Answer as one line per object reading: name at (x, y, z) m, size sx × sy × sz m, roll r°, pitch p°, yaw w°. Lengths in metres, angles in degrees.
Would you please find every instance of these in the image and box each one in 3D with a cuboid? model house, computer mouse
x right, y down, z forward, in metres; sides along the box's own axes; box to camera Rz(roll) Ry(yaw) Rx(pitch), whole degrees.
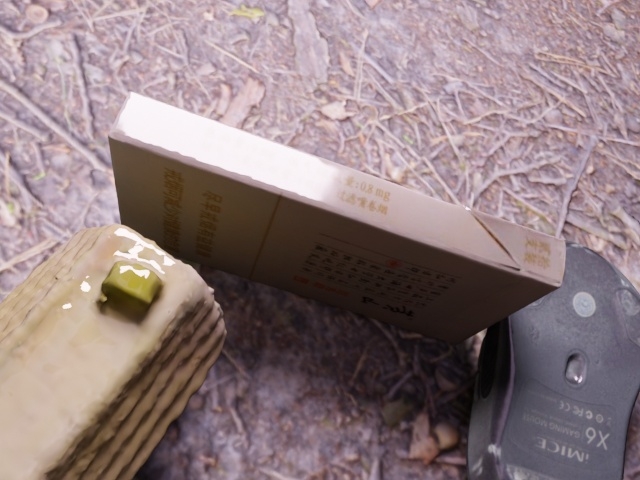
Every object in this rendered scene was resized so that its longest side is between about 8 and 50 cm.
model house at (-0.189, 0.098, 0.475) m, size 0.174 × 0.234 × 0.193 m, roll 36°, pitch 61°, yaw 2°
computer mouse at (0.214, 0.177, 0.630) m, size 0.167 × 0.090 × 0.379 m, roll 22°, pitch 69°, yaw -4°

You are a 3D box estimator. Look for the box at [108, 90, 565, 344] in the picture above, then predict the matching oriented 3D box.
box at (0.001, -0.001, 0.583) m, size 0.365 × 0.205 × 0.051 m, roll 19°, pitch 64°, yaw -6°
